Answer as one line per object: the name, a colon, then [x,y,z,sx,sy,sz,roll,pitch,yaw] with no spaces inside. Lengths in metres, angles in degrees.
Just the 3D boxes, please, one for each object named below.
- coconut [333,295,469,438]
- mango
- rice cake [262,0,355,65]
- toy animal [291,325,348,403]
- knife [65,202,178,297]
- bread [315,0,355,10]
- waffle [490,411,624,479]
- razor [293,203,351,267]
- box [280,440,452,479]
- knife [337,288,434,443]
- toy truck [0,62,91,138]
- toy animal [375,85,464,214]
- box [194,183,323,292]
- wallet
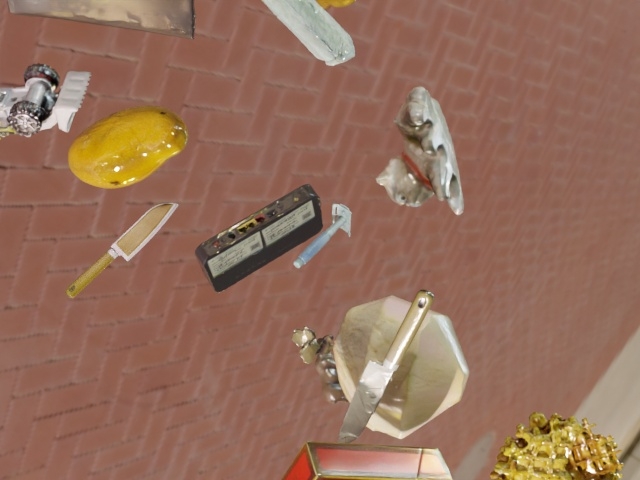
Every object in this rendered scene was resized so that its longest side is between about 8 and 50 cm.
coconut: [0.150,0.228,1.529,0.259,0.259,0.259,-35,141,-34]
mango: [-0.362,-0.177,1.597,0.109,0.262,0.157,58,29,-52]
rice cake: [-0.068,-0.414,1.370,0.336,0.066,0.063,45,76,-24]
toy animal: [0.017,0.332,2.246,0.186,0.214,0.094,1,160,-27]
knife: [-0.358,0.017,1.519,0.256,0.046,0.022,-44,157,-9]
bread: [0.006,-0.582,1.899,0.084,0.344,0.124,17,83,-44]
waffle: [0.361,0.358,1.271,0.197,0.193,0.070,-56,-173,9]
razor: [0.000,0.000,1.453,0.135,0.040,0.068,-44,153,-28]
box: [0.059,0.378,1.258,0.240,0.074,0.153,10,122,-28]
knife: [0.091,0.198,1.268,0.298,0.047,0.017,-66,175,19]
toy truck: [-0.545,-0.236,1.497,0.111,0.286,0.136,79,11,-50]
toy animal: [0.211,-0.213,1.961,0.308,0.188,0.266,19,73,-61]
box: [-0.154,-0.005,2.188,0.350,0.058,0.211,-30,154,-11]
wallet: [-0.348,-0.406,1.307,0.165,0.310,0.042,97,2,-47]
